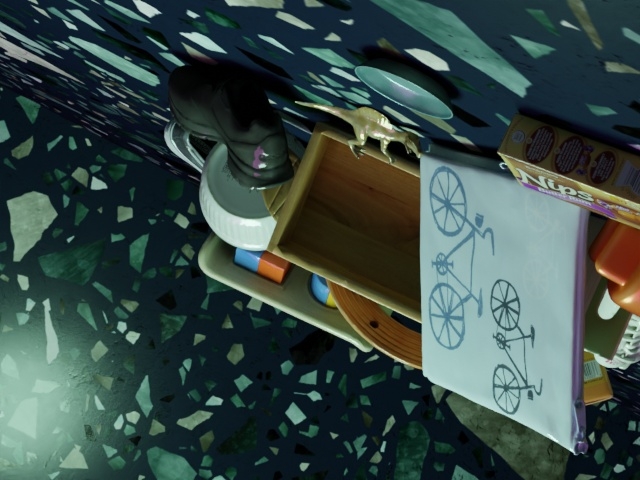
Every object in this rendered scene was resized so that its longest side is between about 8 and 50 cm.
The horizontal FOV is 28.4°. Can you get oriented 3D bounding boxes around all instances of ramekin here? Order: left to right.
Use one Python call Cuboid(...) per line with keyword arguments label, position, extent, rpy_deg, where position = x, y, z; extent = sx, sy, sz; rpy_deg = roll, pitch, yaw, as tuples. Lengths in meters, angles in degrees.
Cuboid(label="ramekin", position=(-0.109, -0.095, 2.165), extent=(0.207, 0.207, 0.109), rpy_deg=(25, 166, 9))

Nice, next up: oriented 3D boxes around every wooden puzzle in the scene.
Cuboid(label="wooden puzzle", position=(0.000, 0.000, 2.276), extent=(0.348, 0.322, 0.080), rpy_deg=(28, 140, 5))

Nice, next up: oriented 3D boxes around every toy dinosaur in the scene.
Cuboid(label="toy dinosaur", position=(0.062, -0.151, 1.674), extent=(0.183, 0.053, 0.092), rpy_deg=(23, 157, 16))

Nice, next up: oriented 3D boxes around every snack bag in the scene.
Cuboid(label="snack bag", position=(0.223, 0.058, 1.552), extent=(0.037, 0.323, 0.342), rpy_deg=(-8, -165, -27))

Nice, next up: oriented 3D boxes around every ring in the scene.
Cuboid(label="ring", position=(0.163, 0.065, 1.936), extent=(0.337, 0.336, 0.032), rpy_deg=(26, 139, 0))

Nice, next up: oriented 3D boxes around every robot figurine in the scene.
Cuboid(label="robot figurine", position=(0.409, 0.045, 1.405), extent=(0.219, 0.128, 0.158), rpy_deg=(27, 158, -8))

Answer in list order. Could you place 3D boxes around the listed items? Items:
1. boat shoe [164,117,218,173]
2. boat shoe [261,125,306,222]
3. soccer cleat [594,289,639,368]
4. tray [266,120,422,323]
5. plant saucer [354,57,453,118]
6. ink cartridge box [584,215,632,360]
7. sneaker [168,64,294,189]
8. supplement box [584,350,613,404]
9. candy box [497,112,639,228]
Cuboid(label="boat shoe", position=(-0.169, -0.148, 2.485), extent=(0.301, 0.108, 0.102), rpy_deg=(39, 170, -35))
Cuboid(label="boat shoe", position=(-0.046, -0.109, 1.980), extent=(0.096, 0.098, 0.277), rpy_deg=(7, -135, -52))
Cuboid(label="soccer cleat", position=(0.441, 0.115, 1.789), extent=(0.116, 0.143, 0.331), rpy_deg=(34, 178, 21))
Cuboid(label="tray", position=(0.149, 0.003, 1.798), extent=(0.411, 0.202, 0.076), rpy_deg=(25, -167, 12))
Cuboid(label="plant saucer", position=(0.095, -0.170, 1.385), extent=(0.119, 0.021, 0.119), rpy_deg=(27, 175, 3))
Cuboid(label="ink cartridge box", position=(0.312, 0.044, 1.627), extent=(0.235, 0.171, 0.056), rpy_deg=(22, 176, 35))
Cuboid(label="sneaker", position=(-0.128, -0.195, 1.839), extent=(0.286, 0.109, 0.130), rpy_deg=(41, 143, 37))
Cuboid(label="supplement box", position=(0.386, 0.143, 1.979), extent=(0.080, 0.233, 0.078), rpy_deg=(-14, 169, 4))
Cuboid(label="candy box", position=(0.287, -0.066, 1.320), extent=(0.187, 0.053, 0.109), rpy_deg=(22, 174, 26))
